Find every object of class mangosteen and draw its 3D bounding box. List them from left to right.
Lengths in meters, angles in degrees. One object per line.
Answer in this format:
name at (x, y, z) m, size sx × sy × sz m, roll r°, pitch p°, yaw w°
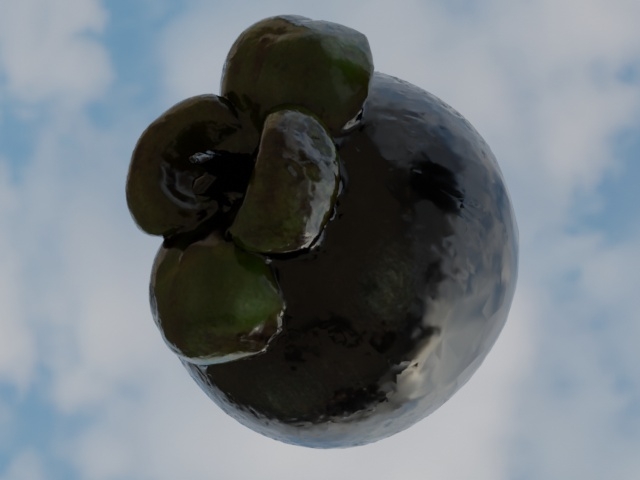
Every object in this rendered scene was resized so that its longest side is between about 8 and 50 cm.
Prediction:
mangosteen at (0.000, 0.000, 1.078) m, size 0.243 × 0.243 × 0.243 m, roll 6°, pitch -82°, yaw 43°
